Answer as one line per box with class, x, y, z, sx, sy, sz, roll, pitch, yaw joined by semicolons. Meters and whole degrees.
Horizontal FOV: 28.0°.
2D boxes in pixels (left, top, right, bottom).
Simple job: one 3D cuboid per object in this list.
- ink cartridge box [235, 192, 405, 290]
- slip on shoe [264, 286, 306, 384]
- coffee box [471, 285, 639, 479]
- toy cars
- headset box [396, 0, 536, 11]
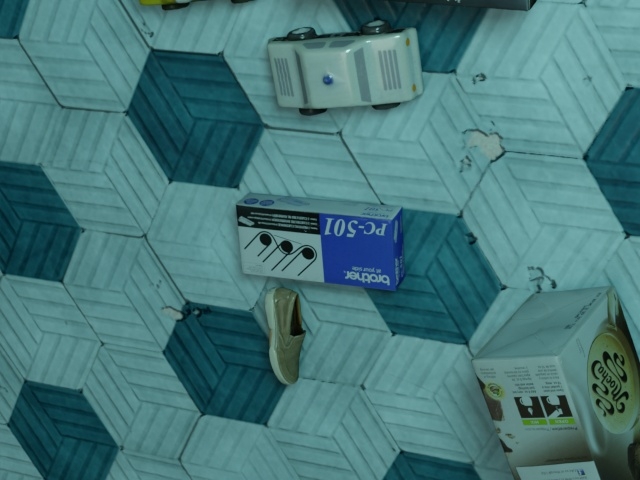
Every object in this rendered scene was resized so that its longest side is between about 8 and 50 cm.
ink cartridge box;0.000;0.000;1.592;0.207;0.046;0.097;5;116;21
slip on shoe;-0.039;0.125;1.667;0.041;0.051;0.135;1;106;26
coffee box;0.302;0.224;1.484;0.118;0.168;0.297;-8;110;40
toy cars;-0.065;-0.252;1.478;0.393;0.087;0.176;36;123;4
headset box;0.114;-0.361;1.315;0.293;0.110;0.218;8;128;21
